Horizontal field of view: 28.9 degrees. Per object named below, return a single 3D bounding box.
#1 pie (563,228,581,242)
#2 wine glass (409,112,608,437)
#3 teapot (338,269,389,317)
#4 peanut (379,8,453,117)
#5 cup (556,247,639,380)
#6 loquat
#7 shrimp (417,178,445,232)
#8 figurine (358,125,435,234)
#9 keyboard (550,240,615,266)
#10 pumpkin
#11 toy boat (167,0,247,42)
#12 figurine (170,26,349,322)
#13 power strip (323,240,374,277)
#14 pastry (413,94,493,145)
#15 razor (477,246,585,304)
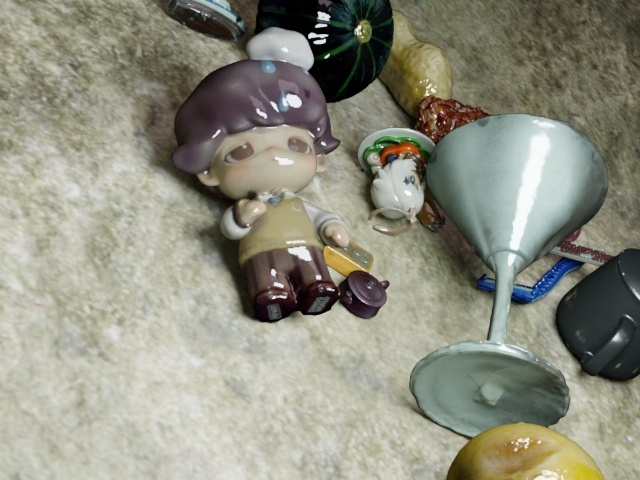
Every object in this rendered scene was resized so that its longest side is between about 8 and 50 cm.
[{"bbox_3d":[0.390,-0.105,2.131,0.219,0.054,0.204,52,26,-31],"label":"pie"},{"bbox_3d":[0.251,0.054,1.701,0.267,0.267,0.406,27,49,-15],"label":"wine glass"},{"bbox_3d":[0.064,0.070,1.717,0.100,0.045,0.068,-15,62,-48],"label":"teapot"},{"bbox_3d":[0.157,-0.314,2.177,0.110,0.120,0.236,-11,59,-29],"label":"peanut"},{"bbox_3d":[0.463,0.124,1.901,0.169,0.176,0.223,42,34,0],"label":"cup"},{"bbox_3d":[0.239,0.315,1.461,0.213,0.213,0.213,24,37,-19],"label":"loquat"},{"bbox_3d":[0.212,-0.066,2.007,0.161,0.049,0.166,21,39,-19],"label":"shrimp"},{"bbox_3d":[0.113,-0.079,1.889,0.132,0.132,0.154,24,49,-19],"label":"figurine"},{"bbox_3d":[0.414,0.017,2.036,0.166,0.017,0.055,17,16,42],"label":"keyboard"},{"bbox_3d":[-0.014,-0.349,2.002,0.248,0.248,0.248,24,37,-19],"label":"pumpkin"},{"bbox_3d":[-0.178,-0.366,1.988,0.140,0.059,0.066,23,54,-24],"label":"toy boat"},{"bbox_3d":[-0.076,-0.084,1.634,0.206,0.218,0.365,68,6,-50],"label":"figurine"},{"bbox_3d":[0.000,0.000,1.756,0.178,0.028,0.049,32,35,-7],"label":"power strip"},{"bbox_3d":[0.237,-0.176,2.098,0.208,0.097,0.115,9,30,-45],"label":"pastry"},{"bbox_3d":[0.361,0.061,1.994,0.093,0.056,0.324,13,17,31],"label":"razor"}]
